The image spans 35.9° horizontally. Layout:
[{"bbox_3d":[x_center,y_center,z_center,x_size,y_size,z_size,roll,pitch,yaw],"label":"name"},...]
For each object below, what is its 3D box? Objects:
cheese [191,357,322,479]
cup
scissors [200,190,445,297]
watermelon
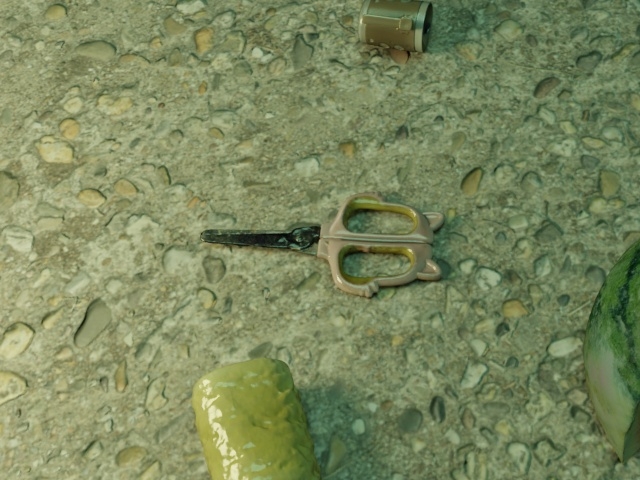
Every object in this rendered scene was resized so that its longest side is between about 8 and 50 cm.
[{"bbox_3d":[-0.071,0.222,1.092,0.123,0.094,0.167,-17,56,-3],"label":"cheese"},{"bbox_3d":[0.105,-0.310,1.440,0.099,0.074,0.102,10,37,15],"label":"cup"},{"bbox_3d":[0.000,0.000,1.277,0.318,0.024,0.160,3,58,8],"label":"scissors"},{"bbox_3d":[0.382,0.093,1.074,0.260,0.256,0.176,-39,91,-14],"label":"watermelon"}]
